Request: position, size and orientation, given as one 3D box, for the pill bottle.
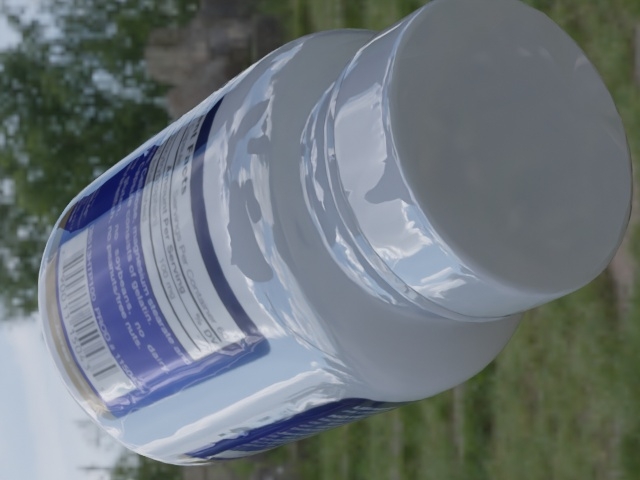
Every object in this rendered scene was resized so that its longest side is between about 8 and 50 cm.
[{"bbox_3d":[0.000,0.000,0.456,0.186,0.112,0.112,-26,57,52],"label":"pill bottle"}]
